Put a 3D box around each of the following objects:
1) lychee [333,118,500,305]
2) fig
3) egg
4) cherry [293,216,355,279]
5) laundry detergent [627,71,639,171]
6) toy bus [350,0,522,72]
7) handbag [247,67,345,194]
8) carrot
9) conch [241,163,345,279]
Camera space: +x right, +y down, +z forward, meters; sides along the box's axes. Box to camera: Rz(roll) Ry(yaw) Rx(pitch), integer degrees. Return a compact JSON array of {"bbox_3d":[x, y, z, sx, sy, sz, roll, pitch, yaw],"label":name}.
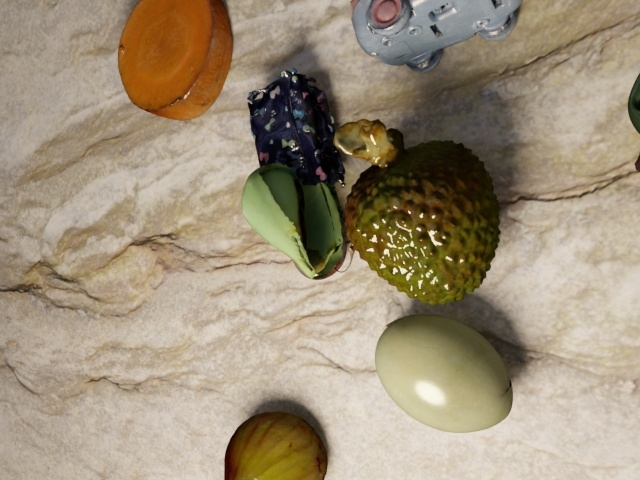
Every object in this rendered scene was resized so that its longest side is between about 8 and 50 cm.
[{"bbox_3d":[0.164,-0.048,0.928,0.270,0.270,0.320,-1,97,27],"label":"lychee"},{"bbox_3d":[-0.128,0.459,1.088,0.217,0.321,0.217,-1,89,26],"label":"fig"},{"bbox_3d":[0.212,0.230,0.970,0.253,0.186,0.186,32,108,21],"label":"egg"},{"bbox_3d":[0.001,-0.006,1.076,0.115,0.188,0.148,9,59,-3],"label":"cherry"},{"bbox_3d":[0.537,-0.206,0.832,0.144,0.078,0.222,37,112,21],"label":"laundry detergent"},{"bbox_3d":[0.186,-0.444,0.932,0.294,0.197,0.232,-18,76,28],"label":"toy bus"},{"bbox_3d":[-0.045,-0.199,1.106,0.162,0.113,0.260,-14,90,34],"label":"handbag"},{"bbox_3d":[-0.321,-0.427,1.234,0.258,0.100,0.307,22,102,21],"label":"carrot"},{"bbox_3d":[-0.037,-0.047,0.995,0.250,0.143,0.137,31,120,37],"label":"conch"}]
